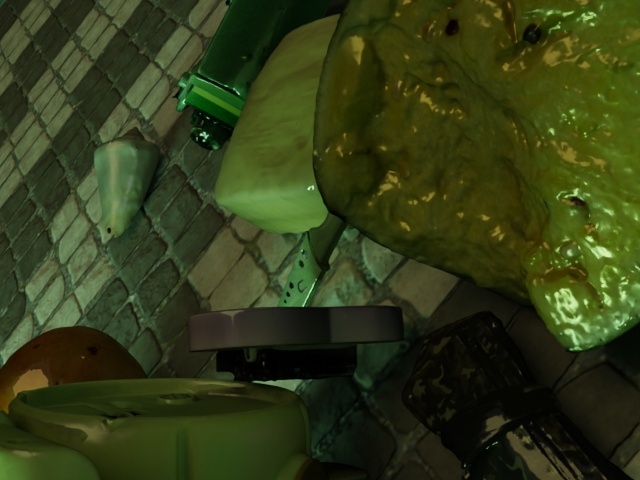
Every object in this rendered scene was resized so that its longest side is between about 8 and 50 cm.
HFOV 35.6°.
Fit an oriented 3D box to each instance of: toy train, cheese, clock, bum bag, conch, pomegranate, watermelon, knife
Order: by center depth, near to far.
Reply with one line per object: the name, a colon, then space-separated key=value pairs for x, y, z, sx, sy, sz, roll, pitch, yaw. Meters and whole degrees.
bum bag: x=0.138 y=0.146 z=0.731 sx=0.102 sy=0.069 sz=0.248 roll=-35 pitch=36 yaw=0
watermelon: x=0.164 y=-0.094 z=0.761 sx=0.330 sy=0.189 sz=0.331 roll=11 pitch=108 yaw=35
clock: x=-0.137 y=0.180 z=0.807 sx=0.286 sy=0.348 sz=0.117 roll=-1 pitch=89 yaw=50
clock: x=-0.031 y=0.094 z=0.894 sx=0.172 sy=0.198 sz=0.064 roll=-15 pitch=76 yaw=55
knife: x=0.002 y=0.000 z=0.960 sx=0.043 sy=0.019 sz=0.293 roll=50 pitch=136 yaw=27
cheese: x=0.034 y=-0.133 z=1.063 sx=0.265 sy=0.123 sz=0.243 roll=-6 pitch=60 yaw=50
pomegranate: x=-0.272 y=0.190 z=1.102 sx=0.191 sy=0.191 sz=0.191 roll=-32 pitch=39 yaw=30
toy train: x=-0.078 y=-0.261 z=1.276 sx=0.301 sy=0.120 sz=0.202 roll=-66 pitch=15 yaw=-18
conch: x=-0.287 y=-0.086 z=1.480 sx=0.104 sy=0.094 sz=0.176 roll=-11 pitch=78 yaw=30
